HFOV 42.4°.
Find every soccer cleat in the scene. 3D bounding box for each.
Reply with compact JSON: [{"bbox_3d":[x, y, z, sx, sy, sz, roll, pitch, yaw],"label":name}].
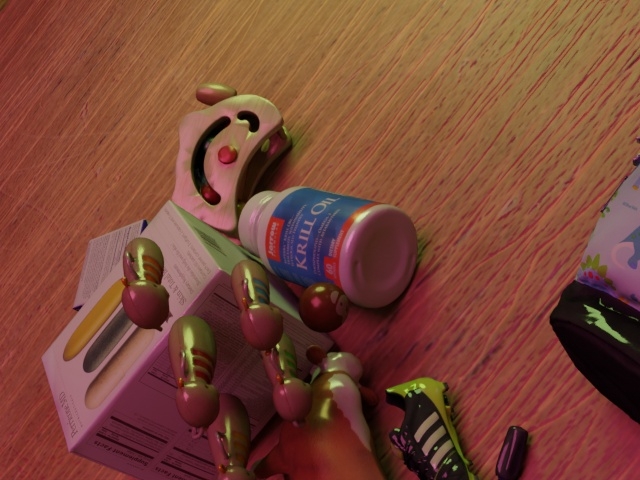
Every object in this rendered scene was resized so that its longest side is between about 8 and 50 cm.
[{"bbox_3d":[0.109,0.215,0.815,0.073,0.060,0.178,-10,45,-3],"label":"soccer cleat"}]

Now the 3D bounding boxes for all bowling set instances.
[{"bbox_3d":[-0.063,0.103,0.813,0.200,0.286,0.154,-25,29,1],"label":"bowling set"}]

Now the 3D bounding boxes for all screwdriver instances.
[{"bbox_3d":[0.163,0.258,0.784,0.169,0.024,0.025,-69,14,-6],"label":"screwdriver"}]

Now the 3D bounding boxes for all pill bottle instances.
[{"bbox_3d":[0.000,0.000,1.014,0.222,0.124,0.124,14,75,46],"label":"pill bottle"}]

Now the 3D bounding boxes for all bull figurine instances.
[{"bbox_3d":[0.004,0.258,0.865,0.188,0.101,0.310,-46,39,17],"label":"bull figurine"}]

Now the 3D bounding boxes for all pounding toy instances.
[{"bbox_3d":[-0.120,-0.115,1.236,0.154,0.155,0.269,-1,70,10],"label":"pounding toy"}]

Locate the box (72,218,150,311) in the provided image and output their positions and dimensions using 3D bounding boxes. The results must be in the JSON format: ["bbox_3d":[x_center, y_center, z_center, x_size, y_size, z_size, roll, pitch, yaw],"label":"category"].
[{"bbox_3d":[-0.307,0.050,1.294,0.137,0.072,0.126,-18,53,34],"label":"box"}]

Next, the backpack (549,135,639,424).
[{"bbox_3d":[0.370,-0.003,0.621,0.356,0.273,0.290,-40,36,-2],"label":"backpack"}]

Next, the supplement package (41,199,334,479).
[{"bbox_3d":[-0.168,0.134,1.013,0.262,0.198,0.199,-50,37,4],"label":"supplement package"}]
